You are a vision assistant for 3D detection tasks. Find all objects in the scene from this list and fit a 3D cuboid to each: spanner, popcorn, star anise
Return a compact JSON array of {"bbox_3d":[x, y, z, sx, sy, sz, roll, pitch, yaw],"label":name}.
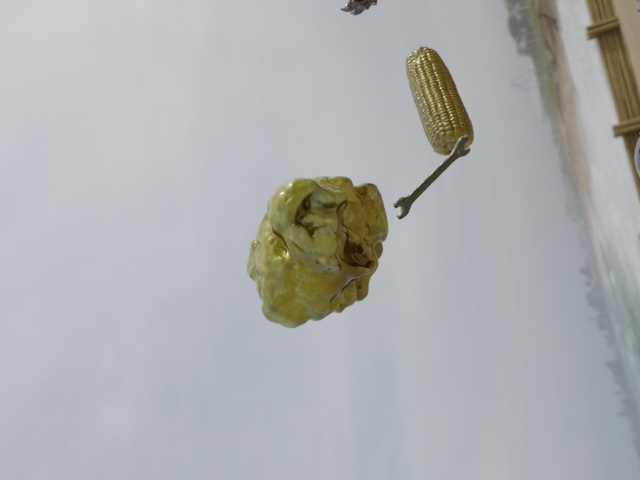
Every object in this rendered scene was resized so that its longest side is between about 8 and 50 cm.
[{"bbox_3d":[0.263,-0.149,1.576,0.054,0.254,0.015,49,173,-38],"label":"spanner"},{"bbox_3d":[-0.012,0.003,1.404,0.334,0.293,0.292,-42,-64,-70],"label":"popcorn"},{"bbox_3d":[0.101,-0.545,1.475,0.042,0.141,0.141,55,-166,21],"label":"star anise"}]

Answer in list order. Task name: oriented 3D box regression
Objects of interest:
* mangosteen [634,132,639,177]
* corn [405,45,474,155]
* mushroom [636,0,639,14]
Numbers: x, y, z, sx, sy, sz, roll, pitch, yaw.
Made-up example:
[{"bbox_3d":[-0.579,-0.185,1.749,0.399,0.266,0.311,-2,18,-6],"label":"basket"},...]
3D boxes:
[{"bbox_3d":[0.693,-0.147,1.222,0.230,0.194,0.194,41,-170,23],"label":"mangosteen"},{"bbox_3d":[0.326,-0.390,1.866,0.131,0.131,0.344,40,-147,-56],"label":"corn"},{"bbox_3d":[0.598,-0.403,1.050,0.255,0.184,0.255,30,-162,-11],"label":"mushroom"}]
